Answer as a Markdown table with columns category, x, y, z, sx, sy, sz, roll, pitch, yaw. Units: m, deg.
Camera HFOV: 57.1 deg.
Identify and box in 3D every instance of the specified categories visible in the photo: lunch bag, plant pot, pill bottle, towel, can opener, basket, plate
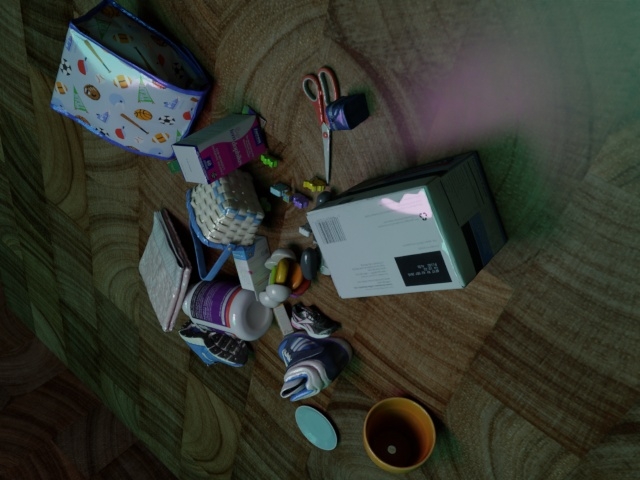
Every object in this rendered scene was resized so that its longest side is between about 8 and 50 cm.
| category | x | y | z | sx | sy | sz | roll | pitch | yaw |
| --- | --- | --- | --- | --- | --- | --- | --- | --- | --- |
| lunch bag | -0.536 | -0.443 | 1.719 | 0.385 | 0.239 | 0.328 | 32 | 136 | -8 |
| plant pot | 0.219 | 0.591 | 1.727 | 0.205 | 0.205 | 0.188 | 36 | 150 | 20 |
| pill bottle | -0.322 | 0.224 | 1.988 | 0.323 | 0.181 | 0.182 | 6 | 119 | 40 |
| towel | -0.563 | 0.105 | 2.104 | 0.332 | 0.053 | 0.317 | 56 | 134 | 38 |
| can opener | 0.000 | 0.000 | 1.613 | 0.076 | 0.095 | 0.283 | 31 | 139 | 24 |
| towel | -0.188 | -0.334 | 1.642 | 0.083 | 0.009 | 0.060 | 42 | 137 | 16 |
| basket | -0.299 | -0.053 | 1.741 | 0.289 | 0.201 | 0.255 | -43 | 52 | 31 |
| plate | -0.011 | 0.662 | 2.095 | 0.188 | 0.024 | 0.188 | 23 | 130 | 31 |
| lunch bag | 0.056 | -0.297 | 1.374 | 0.065 | 0.098 | 0.067 | 6 | 124 | 43 |

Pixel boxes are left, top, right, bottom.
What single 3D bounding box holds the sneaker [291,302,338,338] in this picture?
| category | x | y | z | sx | sy | sz | roll | pitch | yaw |
| --- | --- | --- | --- | --- | --- | --- | --- | --- | --- |
| sneaker | -0.028 | 0.243 | 1.813 | 0.178 | 0.072 | 0.077 | 11 | 121 | 37 |

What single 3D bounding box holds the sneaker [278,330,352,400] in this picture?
| category | x | y | z | sx | sy | sz | roll | pitch | yaw |
| --- | --- | --- | --- | --- | --- | --- | --- | --- | --- |
| sneaker | -0.077 | 0.393 | 1.827 | 0.322 | 0.236 | 0.130 | -8 | 109 | 45 |

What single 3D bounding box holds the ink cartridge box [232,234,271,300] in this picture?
| category | x | y | z | sx | sy | sz | roll | pitch | yaw |
| --- | --- | --- | --- | --- | --- | --- | --- | --- | --- |
| ink cartridge box | -0.205 | 0.086 | 1.849 | 0.061 | 0.104 | 0.181 | 9 | 120 | 39 |

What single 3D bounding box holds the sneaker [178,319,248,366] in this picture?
| category | x | y | z | sx | sy | sz | roll | pitch | yaw |
| --- | --- | --- | --- | --- | --- | --- | --- | --- | --- |
| sneaker | -0.388 | 0.403 | 2.227 | 0.330 | 0.130 | 0.147 | 17 | 140 | 39 |

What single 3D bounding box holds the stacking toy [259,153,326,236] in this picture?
| category | x | y | z | sx | sy | sz | roll | pitch | yaw |
| --- | --- | --- | --- | --- | --- | --- | --- | --- | --- |
| stacking toy | -0.085 | -0.130 | 1.649 | 0.221 | 0.052 | 0.167 | 31 | 132 | 28 |

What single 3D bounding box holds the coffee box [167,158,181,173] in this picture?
| category | x | y | z | sx | sy | sz | roll | pitch | yaw |
| --- | --- | --- | --- | --- | --- | --- | --- | --- | --- |
| coffee box | -0.371 | -0.253 | 1.785 | 0.184 | 0.113 | 0.040 | -7 | 111 | 46 |

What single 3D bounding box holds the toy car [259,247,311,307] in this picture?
| category | x | y | z | sx | sy | sz | roll | pitch | yaw |
| --- | --- | --- | --- | --- | --- | --- | --- | --- | --- |
| toy car | -0.100 | 0.119 | 1.762 | 0.136 | 0.159 | 0.182 | 15 | 156 | -15 |

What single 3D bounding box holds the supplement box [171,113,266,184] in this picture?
| category | x | y | z | sx | sy | sz | roll | pitch | yaw |
| --- | --- | --- | --- | --- | --- | --- | --- | --- | --- |
| supplement box | -0.272 | -0.253 | 1.602 | 0.114 | 0.220 | 0.111 | 12 | 130 | 42 |

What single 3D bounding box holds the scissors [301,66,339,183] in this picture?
| category | x | y | z | sx | sy | sz | roll | pitch | yaw |
| --- | --- | --- | --- | --- | --- | --- | --- | --- | --- |
| scissors | 0.020 | -0.282 | 1.474 | 0.109 | 0.021 | 0.297 | 4 | 116 | 39 |

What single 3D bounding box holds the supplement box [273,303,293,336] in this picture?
| category | x | y | z | sx | sy | sz | roll | pitch | yaw |
| --- | --- | --- | --- | --- | --- | --- | --- | --- | --- |
| supplement box | -0.121 | 0.259 | 1.896 | 0.062 | 0.036 | 0.098 | 107 | 141 | -72 |

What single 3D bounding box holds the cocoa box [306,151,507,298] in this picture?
| category | x | y | z | sx | sy | sz | roll | pitch | yaw |
| --- | --- | --- | --- | --- | --- | --- | --- | --- | --- |
| cocoa box | 0.191 | -0.027 | 1.322 | 0.347 | 0.228 | 0.231 | -11 | 107 | 46 |

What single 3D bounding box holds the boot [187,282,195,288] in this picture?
| category | x | y | z | sx | sy | sz | roll | pitch | yaw |
| --- | --- | --- | --- | --- | --- | --- | --- | --- | --- |
| boot | -0.571 | 0.135 | 2.242 | 0.246 | 0.083 | 0.161 | -3 | 107 | 42 |
